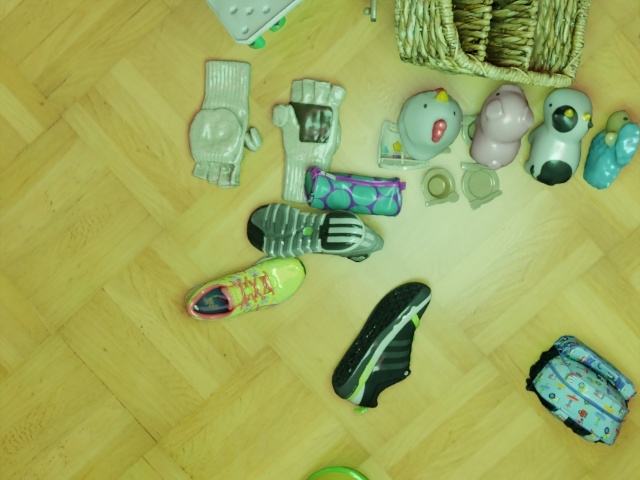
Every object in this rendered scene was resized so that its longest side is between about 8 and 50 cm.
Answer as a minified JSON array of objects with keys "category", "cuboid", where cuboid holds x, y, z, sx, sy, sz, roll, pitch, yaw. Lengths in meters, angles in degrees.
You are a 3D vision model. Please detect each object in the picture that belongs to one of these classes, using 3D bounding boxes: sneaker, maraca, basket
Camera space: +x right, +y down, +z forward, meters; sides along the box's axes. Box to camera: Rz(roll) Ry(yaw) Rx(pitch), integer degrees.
[{"category":"sneaker","cuboid":[0.113,0.172,1.921,0.097,0.084,0.234,34,99,-24]},{"category":"maraca","cuboid":[0.018,0.433,1.933,0.127,0.099,0.185,44,123,1]},{"category":"sneaker","cuboid":[-0.121,0.085,1.907,0.209,0.094,0.081,-23,92,4]},{"category":"sneaker","cuboid":[0.000,0.000,1.897,0.229,0.132,0.086,7,81,38]},{"category":"basket","cuboid":[0.255,-0.386,1.738,0.223,0.213,0.299,15,98,37]}]

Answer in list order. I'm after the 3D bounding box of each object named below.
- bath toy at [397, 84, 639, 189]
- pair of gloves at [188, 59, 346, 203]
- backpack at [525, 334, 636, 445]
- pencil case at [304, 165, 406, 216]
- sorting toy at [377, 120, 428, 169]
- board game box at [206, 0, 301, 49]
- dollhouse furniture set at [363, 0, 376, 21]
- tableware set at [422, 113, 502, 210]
[{"category":"bath toy","cuboid":[0.293,-0.166,1.809,0.348,0.129,0.151,7,96,-7]},{"category":"pair of gloves","cuboid":[-0.089,-0.172,1.907,0.240,0.042,0.204,13,97,3]},{"category":"backpack","cuboid":[0.406,0.235,1.845,0.158,0.173,0.117,37,97,1]},{"category":"pencil case","cuboid":[0.052,-0.077,1.879,0.152,0.070,0.064,6,51,-11]},{"category":"sorting toy","cuboid":[0.124,-0.152,1.895,0.083,0.045,0.075,3,81,-16]},{"category":"board game box","cuboid":[-0.049,-0.521,1.771,0.390,0.050,0.390,-39,60,7]},{"category":"dollhouse furniture set","cuboid":[0.012,-0.394,1.825,0.151,0.144,0.123,1,95,3]},{"category":"tableware set","cuboid":[0.213,-0.128,1.881,0.141,0.020,0.168,-10,94,-15]}]
